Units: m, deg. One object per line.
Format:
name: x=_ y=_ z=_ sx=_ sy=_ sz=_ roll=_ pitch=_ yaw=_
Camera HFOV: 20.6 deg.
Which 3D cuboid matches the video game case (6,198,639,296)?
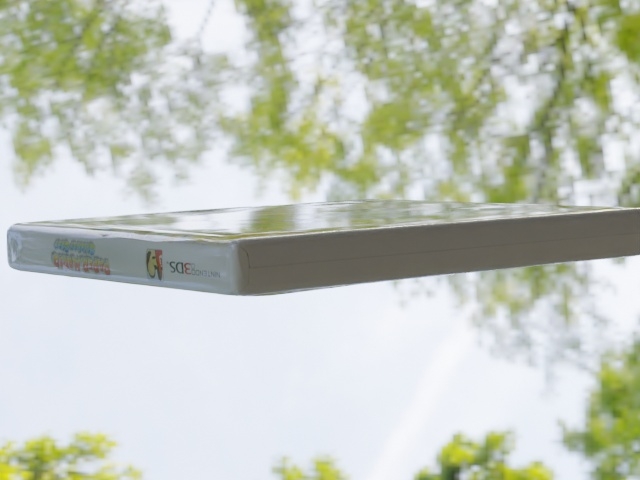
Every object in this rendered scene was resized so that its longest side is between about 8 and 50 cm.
video game case: x=0.000 y=0.000 z=0.823 sx=0.227 sy=0.206 sz=0.026 roll=-4 pitch=-85 yaw=-35
